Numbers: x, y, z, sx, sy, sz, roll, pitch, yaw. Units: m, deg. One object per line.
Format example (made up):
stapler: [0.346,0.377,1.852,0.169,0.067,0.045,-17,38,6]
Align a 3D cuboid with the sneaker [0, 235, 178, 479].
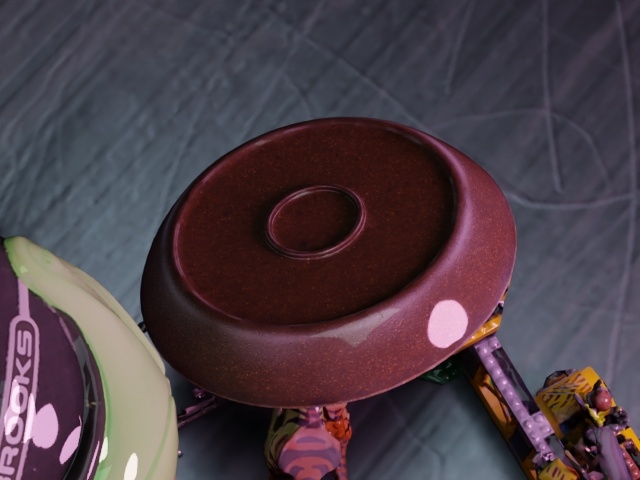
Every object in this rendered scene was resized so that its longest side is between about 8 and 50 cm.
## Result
sneaker: [-0.289,0.141,0.728,0.483,0.185,0.202,-36,116,-2]

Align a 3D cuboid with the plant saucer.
plant saucer: [0.000,0.000,0.840,0.168,0.029,0.168,-8,45,8]

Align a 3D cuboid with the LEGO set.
LEGO set: [0.002,0.118,0.825,0.331,0.192,0.255,-20,73,-9]
